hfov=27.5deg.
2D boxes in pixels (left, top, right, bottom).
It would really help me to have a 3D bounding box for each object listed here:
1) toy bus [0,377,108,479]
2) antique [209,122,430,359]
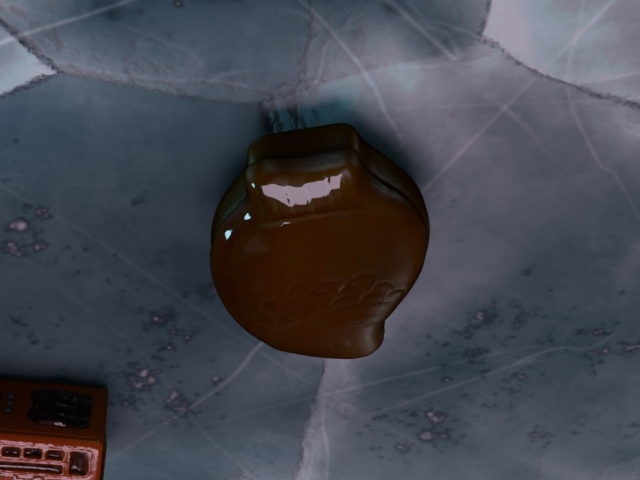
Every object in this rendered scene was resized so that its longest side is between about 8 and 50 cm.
[{"bbox_3d":[-0.413,0.236,1.509,0.329,0.143,0.153,6,122,-8],"label":"toy bus"},{"bbox_3d":[0.000,0.000,1.319,0.223,0.129,0.278,-11,132,7],"label":"antique"}]
